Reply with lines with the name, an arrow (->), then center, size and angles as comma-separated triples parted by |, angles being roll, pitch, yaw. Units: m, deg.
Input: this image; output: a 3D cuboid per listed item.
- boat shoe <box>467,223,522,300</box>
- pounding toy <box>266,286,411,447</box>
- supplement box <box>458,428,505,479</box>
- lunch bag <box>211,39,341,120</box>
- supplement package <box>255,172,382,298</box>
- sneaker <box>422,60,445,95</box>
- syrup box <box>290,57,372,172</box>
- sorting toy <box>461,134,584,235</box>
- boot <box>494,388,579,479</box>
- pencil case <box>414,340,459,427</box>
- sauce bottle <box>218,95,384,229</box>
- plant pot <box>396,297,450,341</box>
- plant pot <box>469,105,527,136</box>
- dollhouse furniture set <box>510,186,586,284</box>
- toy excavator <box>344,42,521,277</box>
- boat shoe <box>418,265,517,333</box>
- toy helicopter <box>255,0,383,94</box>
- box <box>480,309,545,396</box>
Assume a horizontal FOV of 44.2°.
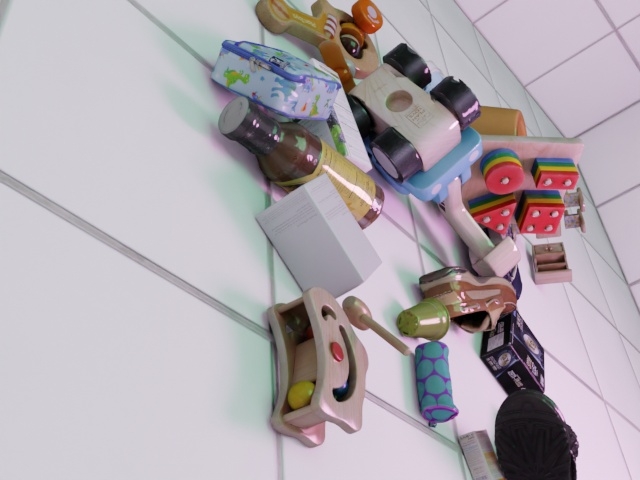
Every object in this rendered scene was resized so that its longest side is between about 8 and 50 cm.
boat shoe -> 0.443, 0.026, 2.027 | 0.158, 0.127, 0.340 | 64, 23, -25
pounding toy -> 0.022, 0.144, 1.097 | 0.154, 0.155, 0.269 | 51, 27, -25
supplement box -> 0.294, 0.398, 1.439 | 0.062, 0.036, 0.098 | 16, 50, -55
lunch bag -> -0.077, -0.284, 1.389 | 0.176, 0.090, 0.219 | 30, 17, 21
supplement package -> 0.000, 0.000, 1.267 | 0.179, 0.105, 0.105 | 57, 25, -2
sneaker -> 0.305, -0.400, 2.186 | 0.150, 0.135, 0.366 | 58, 27, 6
syrup box -> 0.007, -0.225, 1.528 | 0.096, 0.093, 0.237 | 18, 47, -53
sorting toy -> 0.464, -0.116, 1.851 | 0.257, 0.255, 0.089 | 97, -8, -46
boot -> 0.422, 0.377, 1.524 | 0.260, 0.131, 0.348 | -60, 139, -59
pencil case -> 0.207, 0.253, 1.409 | 0.070, 0.064, 0.152 | 26, 39, -23
sauce bottle -> -0.030, -0.130, 1.348 | 0.344, 0.111, 0.111 | 32, 37, -39
plant pot -> 0.186, 0.151, 1.476 | 0.079, 0.083, 0.083 | 0, 62, -47
plant pot -> 0.407, -0.219, 1.982 | 0.291, 0.203, 0.291 | -4, 90, -66
dollhouse furniture set -> 0.687, -0.013, 2.369 | 0.161, 0.212, 0.242 | -77, 157, -57
toy excavator -> 0.255, -0.145, 1.723 | 0.433, 0.222, 0.445 | 44, -8, 29
boat shoe -> 0.322, 0.142, 1.685 | 0.324, 0.122, 0.120 | 13, 58, -47
toy helicopter -> 0.001, -0.445, 1.757 | 0.355, 0.140, 0.235 | 10, 63, -44
box -> 0.440, 0.256, 1.797 | 0.147, 0.077, 0.180 | 53, 27, -12
